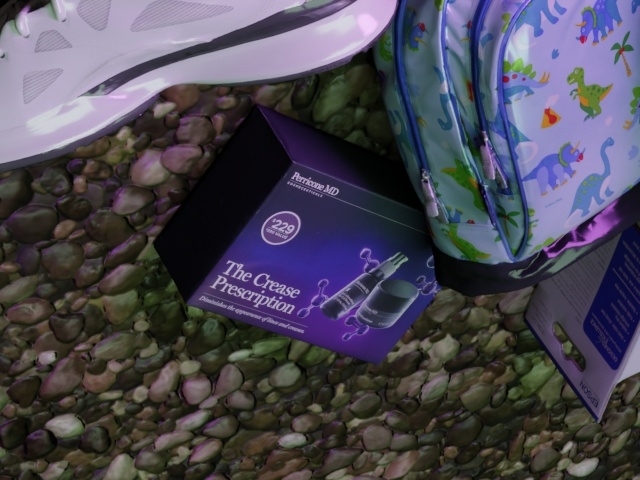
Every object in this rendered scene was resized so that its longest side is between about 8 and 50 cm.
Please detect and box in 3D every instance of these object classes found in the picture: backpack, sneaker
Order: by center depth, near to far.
[{"bbox_3d":[-0.184,-0.225,1.475,0.447,0.169,0.257,-17,130,7],"label":"sneaker"},{"bbox_3d":[0.189,-0.154,1.702,0.290,0.273,0.355,-33,110,-18],"label":"backpack"}]

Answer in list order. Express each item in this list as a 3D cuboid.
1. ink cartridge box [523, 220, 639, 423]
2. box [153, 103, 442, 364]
[{"bbox_3d":[0.328,-0.004,1.964,0.069,0.176,0.371,-2,129,-29],"label":"ink cartridge box"},{"bbox_3d":[0.000,0.000,1.843,0.261,0.103,0.184,20,114,-40],"label":"box"}]
